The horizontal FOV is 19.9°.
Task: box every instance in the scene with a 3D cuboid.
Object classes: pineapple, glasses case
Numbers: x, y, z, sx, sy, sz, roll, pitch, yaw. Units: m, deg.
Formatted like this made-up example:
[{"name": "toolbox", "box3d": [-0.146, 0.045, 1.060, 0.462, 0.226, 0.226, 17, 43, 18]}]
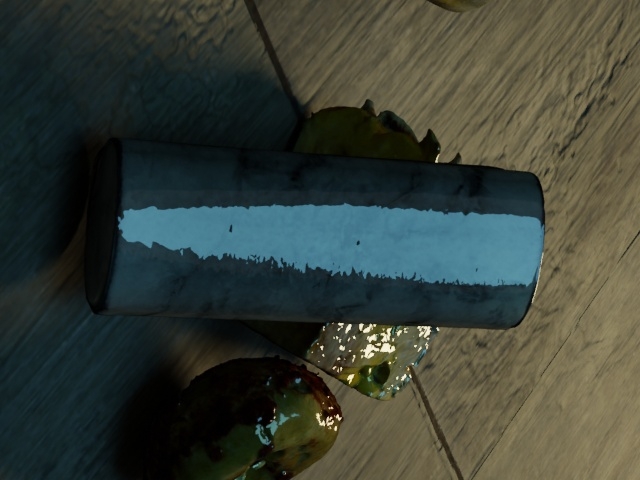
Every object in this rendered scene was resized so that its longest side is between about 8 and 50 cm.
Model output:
[{"name": "pineapple", "box3d": [0.023, 0.024, 1.305, 0.186, 0.114, 0.236, -24, 125, -44]}, {"name": "glasses case", "box3d": [0.000, 0.000, 1.180, 0.299, 0.060, 0.114, 4, 97, -23]}]

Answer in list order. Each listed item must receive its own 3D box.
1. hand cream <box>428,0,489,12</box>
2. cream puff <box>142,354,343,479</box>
[{"name": "hand cream", "box3d": [0.050, -0.219, 1.262, 0.203, 0.084, 0.084, 11, 96, -50]}, {"name": "cream puff", "box3d": [-0.057, 0.127, 1.244, 0.149, 0.084, 0.149, -28, 161, -10]}]
